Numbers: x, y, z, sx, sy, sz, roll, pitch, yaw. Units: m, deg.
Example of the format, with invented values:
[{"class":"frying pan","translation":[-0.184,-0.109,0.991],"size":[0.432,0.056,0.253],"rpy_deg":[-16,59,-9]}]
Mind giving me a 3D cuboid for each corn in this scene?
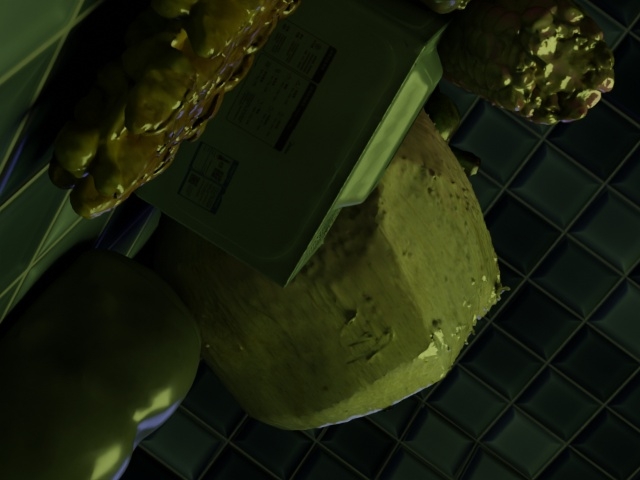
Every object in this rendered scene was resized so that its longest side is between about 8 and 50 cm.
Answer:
[{"class":"corn","translation":[0.110,-0.183,1.319],"size":[0.127,0.126,0.335],"rpy_deg":[-54,-145,13]}]

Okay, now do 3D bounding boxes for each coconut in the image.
[{"class":"coconut","translation":[0.000,0.000,1.469],"size":[0.297,0.254,0.297],"rpy_deg":[-25,-167,6]}]

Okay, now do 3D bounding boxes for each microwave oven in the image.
[{"class":"microwave oven","translation":[-0.019,-0.098,1.214],"size":[0.208,0.162,0.122],"rpy_deg":[-59,177,21]}]

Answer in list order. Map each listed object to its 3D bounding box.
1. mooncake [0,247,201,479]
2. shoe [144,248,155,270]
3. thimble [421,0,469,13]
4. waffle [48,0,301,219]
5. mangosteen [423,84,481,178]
[{"class":"mooncake","translation":[-0.203,0.135,1.345],"size":[0.275,0.135,0.275],"rpy_deg":[-51,-179,2]},{"class":"shoe","translation":[-0.131,0.046,1.701],"size":[0.137,0.114,0.291],"rpy_deg":[-49,-176,32]},{"class":"thimble","translation":[0.101,-0.280,1.161],"size":[0.229,0.148,0.196],"rpy_deg":[-51,180,0]},{"class":"waffle","translation":[-0.069,-0.125,0.985],"size":[0.260,0.069,0.293],"rpy_deg":[-52,-179,15]},{"class":"mangosteen","translation":[0.046,-0.113,1.804],"size":[0.216,0.216,0.216],"rpy_deg":[-54,178,-3]}]
